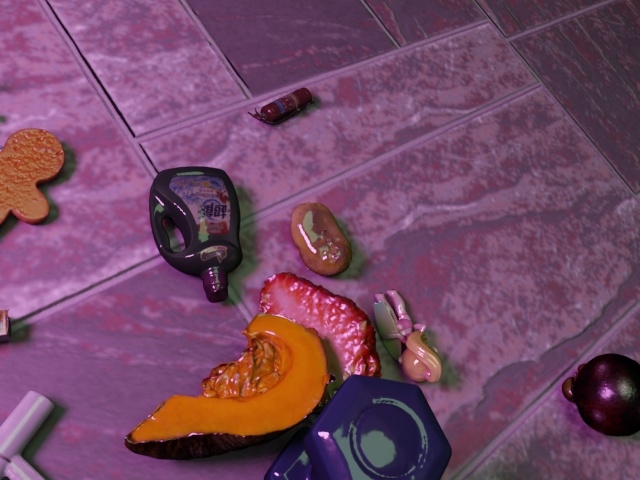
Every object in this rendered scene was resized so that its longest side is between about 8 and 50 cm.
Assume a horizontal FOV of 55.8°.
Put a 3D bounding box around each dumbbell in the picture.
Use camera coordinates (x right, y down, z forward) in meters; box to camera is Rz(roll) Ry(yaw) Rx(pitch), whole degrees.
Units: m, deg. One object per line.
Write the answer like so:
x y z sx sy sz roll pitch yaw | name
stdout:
0.031 0.283 0.752 0.160 0.325 0.144 11 57 -11 | dumbbell

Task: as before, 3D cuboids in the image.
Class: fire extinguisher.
-0.074 -0.254 1.163 0.056 0.039 0.132 45 56 15 | fire extinguisher

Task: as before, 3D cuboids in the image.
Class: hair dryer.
-0.339 0.302 0.761 0.183 0.044 0.155 35 57 -9 | hair dryer

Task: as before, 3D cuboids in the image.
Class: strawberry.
0.007 0.161 0.948 0.175 0.107 0.236 -15 62 12 | strawberry

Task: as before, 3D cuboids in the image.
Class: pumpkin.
-0.096 0.237 0.815 0.163 0.111 0.278 26 49 29 | pumpkin

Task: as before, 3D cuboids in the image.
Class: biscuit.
-0.484 -0.075 0.892 0.165 0.036 0.250 41 57 -9 | biscuit

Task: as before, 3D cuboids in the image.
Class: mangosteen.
0.515 0.275 1.086 0.152 0.152 0.152 10 61 -18 | mangosteen

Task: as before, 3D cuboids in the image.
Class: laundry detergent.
-0.194 -0.007 0.960 0.144 0.078 0.222 -2 67 -22 | laundry detergent

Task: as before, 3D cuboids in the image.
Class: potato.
0.000 0.000 1.040 0.091 0.070 0.138 -21 72 -25 | potato

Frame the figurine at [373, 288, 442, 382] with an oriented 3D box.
0.147 0.161 1.023 0.083 0.083 0.187 -7 58 -26 | figurine

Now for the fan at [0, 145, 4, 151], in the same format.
-0.557 -0.098 0.886 0.193 0.016 0.038 -34 78 -32 | fan

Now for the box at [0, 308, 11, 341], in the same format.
-0.511 0.122 0.771 0.207 0.050 0.041 -5 69 -25 | box
